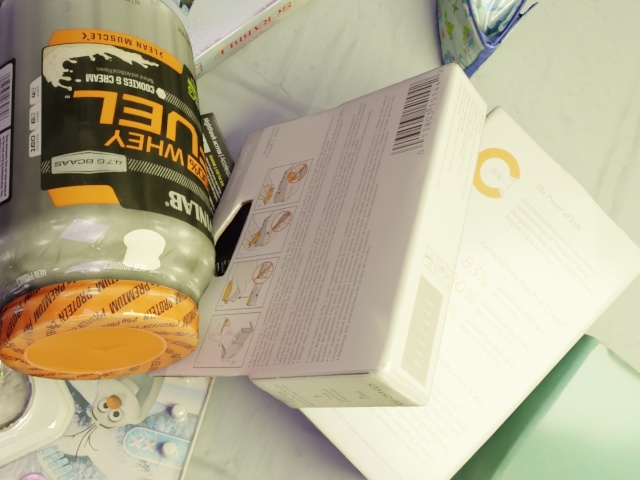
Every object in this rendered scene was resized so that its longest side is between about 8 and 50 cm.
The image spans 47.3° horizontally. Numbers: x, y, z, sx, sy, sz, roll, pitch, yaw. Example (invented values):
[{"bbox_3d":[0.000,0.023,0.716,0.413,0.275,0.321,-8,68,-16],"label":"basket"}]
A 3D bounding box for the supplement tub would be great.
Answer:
[{"bbox_3d":[-0.195,-0.052,0.637,0.193,0.193,0.316,-7,65,-7],"label":"supplement tub"}]

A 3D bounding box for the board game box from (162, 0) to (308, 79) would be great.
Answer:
[{"bbox_3d":[-0.151,-0.375,0.834,0.318,0.066,0.319,-37,88,-9],"label":"board game box"}]

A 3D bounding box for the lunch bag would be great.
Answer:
[{"bbox_3d":[0.183,-0.263,0.826,0.096,0.129,0.151,12,81,-4],"label":"lunch bag"}]

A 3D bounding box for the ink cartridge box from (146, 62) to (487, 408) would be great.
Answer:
[{"bbox_3d":[0.000,0.000,0.654,0.066,0.261,0.296,42,52,-36],"label":"ink cartridge box"}]

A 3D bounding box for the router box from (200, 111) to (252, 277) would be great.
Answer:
[{"bbox_3d":[-0.146,-0.040,0.770,0.133,0.046,0.179,-18,65,-14],"label":"router box"}]

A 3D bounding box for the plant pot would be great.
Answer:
[{"bbox_3d":[0.244,0.233,0.760,0.165,0.166,0.234,39,87,0],"label":"plant pot"}]

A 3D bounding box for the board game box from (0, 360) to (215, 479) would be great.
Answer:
[{"bbox_3d":[-0.307,0.144,0.681,0.390,0.050,0.390,17,56,-4],"label":"board game box"}]

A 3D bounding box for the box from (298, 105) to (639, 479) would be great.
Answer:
[{"bbox_3d":[0.119,0.070,0.759,0.345,0.168,0.215,-44,89,-9],"label":"box"}]
